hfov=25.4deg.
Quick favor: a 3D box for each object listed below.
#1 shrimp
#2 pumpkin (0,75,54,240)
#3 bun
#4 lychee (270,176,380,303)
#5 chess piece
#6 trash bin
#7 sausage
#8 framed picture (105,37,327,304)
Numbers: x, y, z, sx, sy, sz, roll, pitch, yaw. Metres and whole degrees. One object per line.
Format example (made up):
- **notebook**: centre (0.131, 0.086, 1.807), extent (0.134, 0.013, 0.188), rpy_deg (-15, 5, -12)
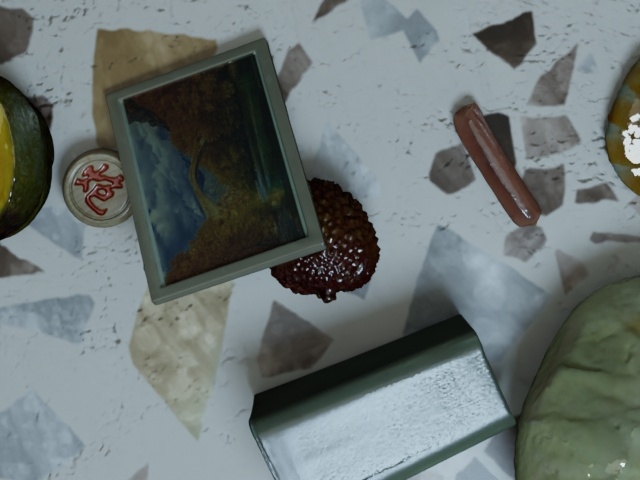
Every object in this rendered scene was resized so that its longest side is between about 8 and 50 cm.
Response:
- **shrimp**: centre (0.381, -0.113, 1.468), extent (0.166, 0.049, 0.161), rpy_deg (20, 98, -2)
- **pumpkin**: centre (-0.437, -0.097, 1.439), extent (0.317, 0.139, 0.222), rpy_deg (-5, 98, 4)
- **bun**: centre (0.363, 0.197, 1.381), extent (0.361, 0.213, 0.361), rpy_deg (2, 75, -7)
- **lychee**: centre (-0.003, -0.001, 1.446), extent (0.123, 0.123, 0.129), rpy_deg (-29, 83, 3)
- **chess piece**: centre (-0.228, -0.055, 1.486), extent (0.083, 0.038, 0.084), rpy_deg (0, 93, 1)
- **trash bin**: centre (0.061, 0.176, 1.445), extent (0.240, 0.164, 0.122), rpy_deg (-24, 95, 0)
- **sausage**: centre (0.185, -0.076, 1.481), extent (0.030, 0.035, 0.147), rpy_deg (-30, 94, 36)
- **framed picture**: centre (-0.110, -0.073, 1.429), extent (0.184, 0.016, 0.250), rpy_deg (-18, 64, 6)
